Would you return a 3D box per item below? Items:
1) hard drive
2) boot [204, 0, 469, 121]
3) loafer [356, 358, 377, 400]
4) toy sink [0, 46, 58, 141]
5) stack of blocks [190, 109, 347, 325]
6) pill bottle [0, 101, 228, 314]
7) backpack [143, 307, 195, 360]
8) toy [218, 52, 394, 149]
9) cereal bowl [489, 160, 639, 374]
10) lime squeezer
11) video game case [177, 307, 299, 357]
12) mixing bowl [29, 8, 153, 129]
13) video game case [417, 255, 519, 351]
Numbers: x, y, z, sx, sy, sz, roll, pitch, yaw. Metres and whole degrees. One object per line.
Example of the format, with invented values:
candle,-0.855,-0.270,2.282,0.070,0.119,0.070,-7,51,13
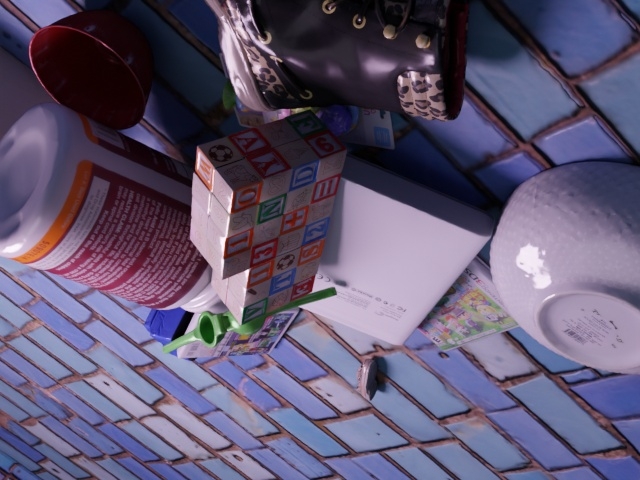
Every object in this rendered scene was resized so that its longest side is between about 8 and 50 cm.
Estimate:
hard drive,0.078,0.027,1.430,0.233,0.047,0.353,22,146,-4
boot,0.012,-0.278,1.072,0.284,0.138,0.377,11,142,20
loafer,0.080,0.255,1.787,0.039,0.045,0.125,22,148,20
toy sink,-0.548,-0.217,1.526,0.234,0.153,0.131,37,145,-13
stack of blocks,-0.081,-0.018,1.303,0.087,0.171,0.297,50,148,29
pill bottle,-0.276,-0.027,1.424,0.224,0.224,0.392,-11,153,42
backpack,-0.275,0.170,1.880,0.101,0.098,0.120,17,157,31
toy,-0.025,-0.175,1.303,0.237,0.056,0.137,13,144,21
cereal bowl,0.377,0.065,1.259,0.338,0.141,0.339,18,143,14
lime squeezer,-0.135,0.120,1.471,0.310,0.110,0.059,-21,97,18
video game case,-0.153,0.164,1.764,0.183,0.023,0.201,0,151,-21
mixing bowl,-0.303,-0.255,1.355,0.181,0.098,0.181,19,145,14
video game case,0.199,0.088,1.509,0.193,0.023,0.212,41,144,-16
